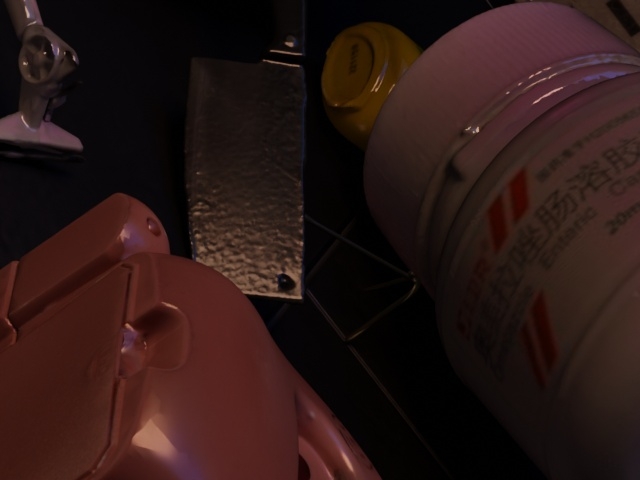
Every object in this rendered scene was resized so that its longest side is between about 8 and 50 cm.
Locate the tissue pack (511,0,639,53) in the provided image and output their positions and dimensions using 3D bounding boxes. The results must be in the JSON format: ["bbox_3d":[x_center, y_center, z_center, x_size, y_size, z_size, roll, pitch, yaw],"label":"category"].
[{"bbox_3d":[0.324,-0.236,1.730,0.210,0.198,0.370,56,25,-8],"label":"tissue pack"}]

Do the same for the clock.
[{"bbox_3d":[-0.036,0.129,0.709,0.241,0.142,0.227,45,26,-29],"label":"clock"}]

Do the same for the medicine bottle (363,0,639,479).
[{"bbox_3d":[0.179,0.012,1.058,0.241,0.241,0.302,30,14,-42],"label":"medicine bottle"}]

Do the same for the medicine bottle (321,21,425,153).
[{"bbox_3d":[0.121,-0.042,1.269,0.309,0.076,0.111,36,33,-34],"label":"medicine bottle"}]

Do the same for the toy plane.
[{"bbox_3d":[-0.174,-0.183,0.887,0.182,0.107,0.273,22,46,-40],"label":"toy plane"}]

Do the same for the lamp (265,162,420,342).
[{"bbox_3d":[-0.001,-0.001,1.029,0.121,0.054,0.041,44,27,-22],"label":"lamp"}]

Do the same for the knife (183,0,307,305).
[{"bbox_3d":[-0.040,-0.078,1.006,0.072,0.019,0.245,9,60,-14],"label":"knife"}]
